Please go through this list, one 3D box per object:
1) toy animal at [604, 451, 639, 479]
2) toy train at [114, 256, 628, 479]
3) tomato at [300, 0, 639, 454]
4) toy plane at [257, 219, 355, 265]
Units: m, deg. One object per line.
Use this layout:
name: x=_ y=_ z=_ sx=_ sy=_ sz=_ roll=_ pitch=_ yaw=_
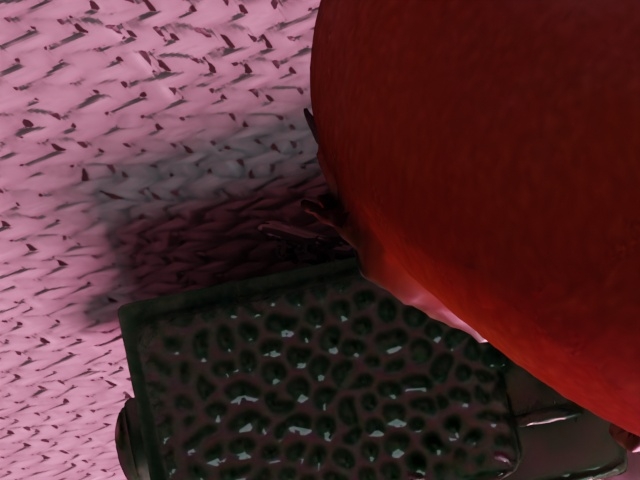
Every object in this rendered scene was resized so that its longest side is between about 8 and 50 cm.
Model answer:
toy animal: x=0.242 y=0.000 z=0.887 sx=0.196 sy=0.241 sz=0.368 roll=-18 pitch=143 yaw=-19
toy train: x=0.020 y=0.086 z=0.920 sx=0.266 sy=0.145 sz=0.202 roll=-12 pitch=172 yaw=-4
tomato: x=0.173 y=-0.055 z=0.592 sx=0.341 sy=0.341 sz=0.273 roll=19 pitch=108 yaw=-54
toy plane: x=0.001 y=0.003 z=0.921 sx=0.084 sy=0.024 sz=0.078 roll=4 pitch=167 yaw=-40
